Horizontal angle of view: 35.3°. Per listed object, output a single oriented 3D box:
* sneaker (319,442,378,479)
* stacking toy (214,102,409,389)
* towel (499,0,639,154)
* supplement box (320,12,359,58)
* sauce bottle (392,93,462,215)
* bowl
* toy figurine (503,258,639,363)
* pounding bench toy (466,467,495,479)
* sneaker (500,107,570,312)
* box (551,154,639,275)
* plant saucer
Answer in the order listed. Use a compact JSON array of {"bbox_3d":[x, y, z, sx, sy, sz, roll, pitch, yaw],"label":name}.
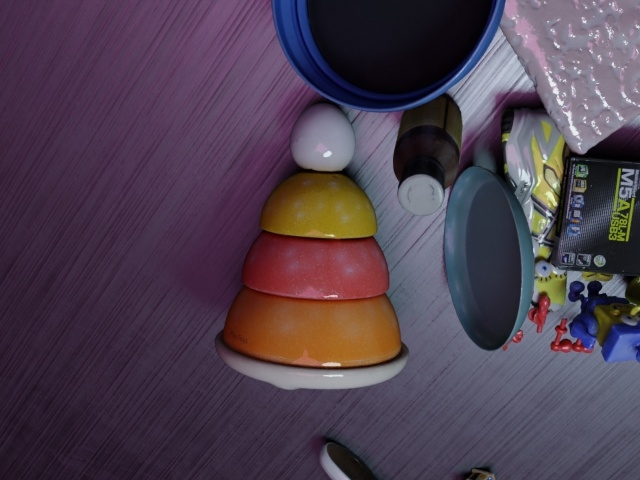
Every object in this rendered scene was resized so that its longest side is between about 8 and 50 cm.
[{"bbox_3d":[0.074,0.548,2.098,0.123,0.106,0.290,-37,106,19],"label":"sneaker"},{"bbox_3d":[0.000,0.000,1.778,0.351,0.350,0.480,6,100,6],"label":"stacking toy"},{"bbox_3d":[0.459,-0.353,1.596,0.317,0.053,0.332,-33,107,3],"label":"towel"},{"bbox_3d":[0.121,-0.353,1.683,0.130,0.073,0.239,43,114,-12],"label":"supplement box"},{"bbox_3d":[0.171,-0.142,1.626,0.111,0.344,0.111,4,116,9],"label":"sauce bottle"},{"bbox_3d":[0.108,-0.395,1.575,0.391,0.077,0.391,2,94,28],"label":"bowl"},{"bbox_3d":[0.520,0.164,1.716,0.363,0.217,0.191,1,118,-23],"label":"toy figurine"},{"bbox_3d":[0.330,0.521,2.067,0.052,0.065,0.083,6,121,42],"label":"pounding bench toy"},{"bbox_3d":[0.404,-0.045,1.749,0.147,0.145,0.384,-7,115,12],"label":"sneaker"},{"bbox_3d":[0.487,-0.039,1.668,0.184,0.045,0.190,6,100,-1],"label":"box"},{"bbox_3d":[0.290,0.029,1.725,0.044,0.317,0.317,-5,117,-16],"label":"plant saucer"}]
